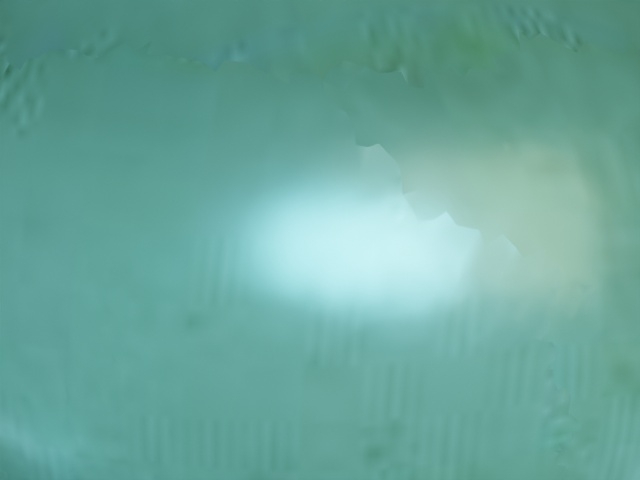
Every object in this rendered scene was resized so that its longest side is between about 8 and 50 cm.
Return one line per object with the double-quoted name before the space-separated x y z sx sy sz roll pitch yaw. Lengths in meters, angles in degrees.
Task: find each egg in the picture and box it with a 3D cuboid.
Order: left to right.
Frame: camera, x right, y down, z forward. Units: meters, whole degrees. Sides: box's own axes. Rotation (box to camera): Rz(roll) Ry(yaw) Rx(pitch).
"egg" 0.000 0.000 0.441 0.295 0.218 0.218 3 86 -23
